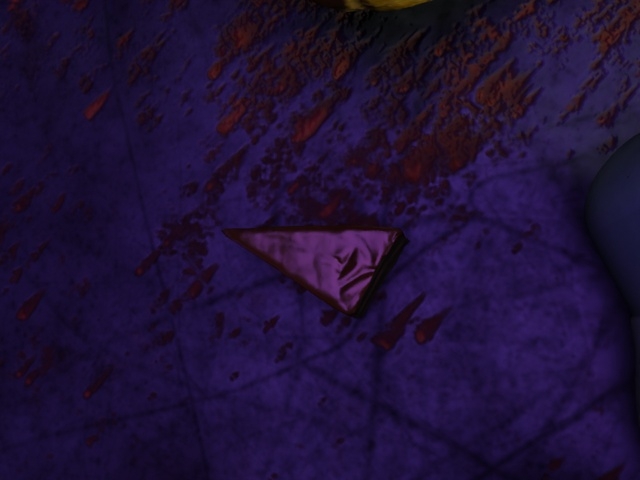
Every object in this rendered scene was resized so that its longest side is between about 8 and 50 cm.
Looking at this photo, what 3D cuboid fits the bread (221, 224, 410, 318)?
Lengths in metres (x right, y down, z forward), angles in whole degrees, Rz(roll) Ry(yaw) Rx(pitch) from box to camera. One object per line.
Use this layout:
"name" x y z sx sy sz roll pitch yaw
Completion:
"bread" -0.004 -0.002 0.597 0.139 0.074 0.084 31 91 15

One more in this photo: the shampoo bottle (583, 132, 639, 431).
"shampoo bottle" 0.316 0.073 0.480 0.222 0.151 0.349 -28 78 21

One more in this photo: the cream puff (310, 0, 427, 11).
"cream puff" 0.077 -0.330 0.537 0.327 0.231 0.343 16 90 15
